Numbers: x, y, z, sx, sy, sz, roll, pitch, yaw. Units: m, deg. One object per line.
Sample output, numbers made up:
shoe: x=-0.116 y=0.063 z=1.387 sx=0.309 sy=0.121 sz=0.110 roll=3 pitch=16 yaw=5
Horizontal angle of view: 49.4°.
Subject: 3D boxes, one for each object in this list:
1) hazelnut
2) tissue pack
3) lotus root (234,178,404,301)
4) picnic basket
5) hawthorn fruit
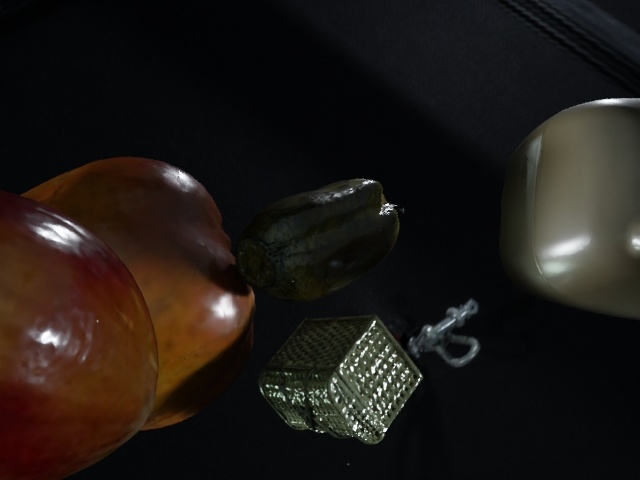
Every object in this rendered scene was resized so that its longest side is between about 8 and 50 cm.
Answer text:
hazelnut: x=-0.201 y=0.073 z=0.433 sx=0.208 sy=0.208 sz=0.208 roll=-1 pitch=-108 yaw=2
tissue pack: x=0.445 y=-0.031 z=0.874 sx=0.387 sy=0.277 sz=0.268 roll=9 pitch=-103 yaw=-12
lotus root: x=0.000 y=0.000 z=1.023 sx=0.274 sy=0.160 sz=0.152 roll=-22 pitch=-83 yaw=-40
picnic basket: x=0.021 y=0.213 z=1.052 sx=0.154 sy=0.196 sz=0.134 roll=-46 pitch=-70 yaw=-30
hawthorn fruit: x=-0.328 y=0.102 z=1.077 sx=0.471 sy=0.472 sz=0.472 roll=-1 pitch=-108 yaw=2
